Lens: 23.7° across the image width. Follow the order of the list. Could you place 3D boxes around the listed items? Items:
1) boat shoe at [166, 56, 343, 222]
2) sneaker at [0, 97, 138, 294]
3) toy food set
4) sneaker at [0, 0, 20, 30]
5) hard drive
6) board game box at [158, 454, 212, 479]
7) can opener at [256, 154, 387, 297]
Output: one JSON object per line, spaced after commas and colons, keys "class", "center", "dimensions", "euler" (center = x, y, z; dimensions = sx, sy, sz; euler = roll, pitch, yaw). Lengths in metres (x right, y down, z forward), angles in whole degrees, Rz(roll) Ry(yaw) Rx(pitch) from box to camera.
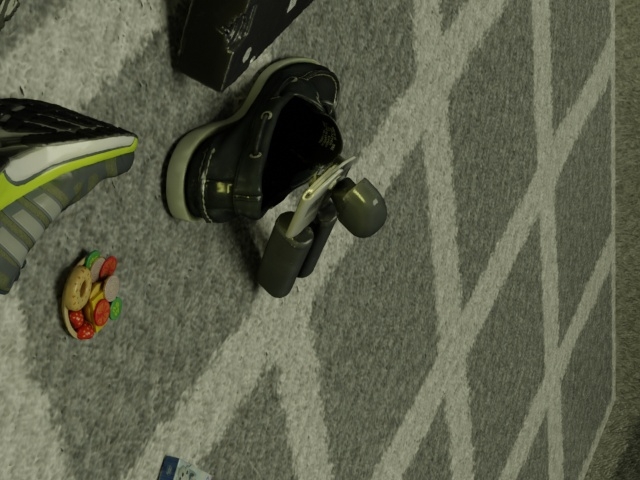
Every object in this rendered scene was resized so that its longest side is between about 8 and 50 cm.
{"class": "boat shoe", "center": [-0.035, -0.106, 1.621], "dimensions": [0.340, 0.113, 0.127], "euler": [-37, 132, -59]}
{"class": "sneaker", "center": [-0.250, -0.029, 1.187], "dimensions": [0.300, 0.111, 0.121], "euler": [-30, 137, -55]}
{"class": "toy food set", "center": [-0.209, 0.050, 1.396], "dimensions": [0.082, 0.020, 0.083], "euler": [-50, 142, -51]}
{"class": "sneaker", "center": [-0.271, -0.269, 1.043], "dimensions": [0.130, 0.109, 0.286], "euler": [-5, 94, -60]}
{"class": "hard drive", "center": [-0.022, -0.323, 1.530], "dimensions": [0.339, 0.064, 0.237], "euler": [-52, 168, -47]}
{"class": "board game box", "center": [-0.152, 0.282, 1.623], "dimensions": [0.090, 0.020, 0.090], "euler": [47, 56, -62]}
{"class": "can opener", "center": [0.000, 0.000, 1.621], "dimensions": [0.076, 0.095, 0.283], "euler": [-42, 170, -24]}
